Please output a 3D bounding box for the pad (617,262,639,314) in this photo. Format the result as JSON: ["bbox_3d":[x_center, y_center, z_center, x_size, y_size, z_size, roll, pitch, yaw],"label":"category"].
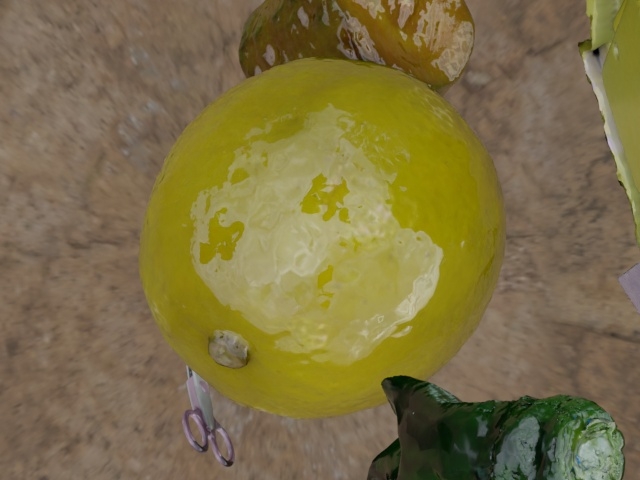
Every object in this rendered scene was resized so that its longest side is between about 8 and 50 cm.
[{"bbox_3d":[0.386,0.042,1.365,0.187,0.006,0.113,-31,88,-32],"label":"pad"}]

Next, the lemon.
[{"bbox_3d":[0.000,0.000,1.227,0.348,0.348,0.348,0,88,-1],"label":"lemon"}]

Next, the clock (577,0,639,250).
[{"bbox_3d":[0.284,-0.125,1.085,0.071,0.293,0.277,-12,78,-1],"label":"clock"}]

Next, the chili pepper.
[{"bbox_3d":[0.082,0.127,0.774,0.061,0.224,0.098,4,84,-30],"label":"chili pepper"}]

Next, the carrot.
[{"bbox_3d":[0.033,-0.233,1.678,0.241,0.340,0.241,14,61,-26],"label":"carrot"}]

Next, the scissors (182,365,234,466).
[{"bbox_3d":[-0.137,0.176,1.540,0.022,0.085,0.176,-35,46,19],"label":"scissors"}]
